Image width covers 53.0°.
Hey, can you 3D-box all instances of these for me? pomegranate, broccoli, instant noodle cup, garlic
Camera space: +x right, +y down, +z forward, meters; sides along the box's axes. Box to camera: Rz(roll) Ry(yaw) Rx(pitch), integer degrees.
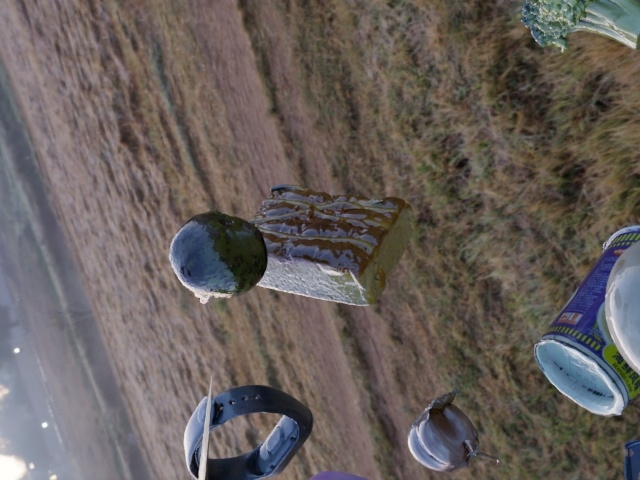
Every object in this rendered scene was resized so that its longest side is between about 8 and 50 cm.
[{"bbox_3d":[-0.152,0.024,0.931,0.163,0.138,0.125,-23,68,62],"label":"pomegranate"},{"bbox_3d":[0.502,-0.446,1.140,0.243,0.247,0.263,50,152,23],"label":"broccoli"},{"bbox_3d":[0.595,0.169,1.267,0.284,0.312,0.284,43,160,20],"label":"instant noodle cup"},{"bbox_3d":[0.347,0.481,1.635,0.207,0.257,0.207,-172,90,-76],"label":"garlic"}]

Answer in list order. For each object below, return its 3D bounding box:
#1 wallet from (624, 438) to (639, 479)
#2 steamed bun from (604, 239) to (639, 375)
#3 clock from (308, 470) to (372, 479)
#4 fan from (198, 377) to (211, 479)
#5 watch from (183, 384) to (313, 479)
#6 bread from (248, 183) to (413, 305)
[{"bbox_3d":[0.472,0.275,0.776,0.202,0.141,0.059,-34,99,33],"label":"wallet"},{"bbox_3d":[0.525,0.097,0.903,0.145,0.232,0.231,-25,84,59],"label":"steamed bun"},{"bbox_3d":[0.081,0.489,0.902,0.339,0.102,0.338,21,128,29],"label":"clock"},{"bbox_3d":[-0.101,0.283,0.526,0.414,0.012,0.233,-108,25,-68],"label":"fan"},{"bbox_3d":[-0.122,0.309,1.000,0.206,0.193,0.068,-54,37,26],"label":"watch"},{"bbox_3d":[0.000,0.000,1.095,0.275,0.184,0.114,10,141,34],"label":"bread"}]
